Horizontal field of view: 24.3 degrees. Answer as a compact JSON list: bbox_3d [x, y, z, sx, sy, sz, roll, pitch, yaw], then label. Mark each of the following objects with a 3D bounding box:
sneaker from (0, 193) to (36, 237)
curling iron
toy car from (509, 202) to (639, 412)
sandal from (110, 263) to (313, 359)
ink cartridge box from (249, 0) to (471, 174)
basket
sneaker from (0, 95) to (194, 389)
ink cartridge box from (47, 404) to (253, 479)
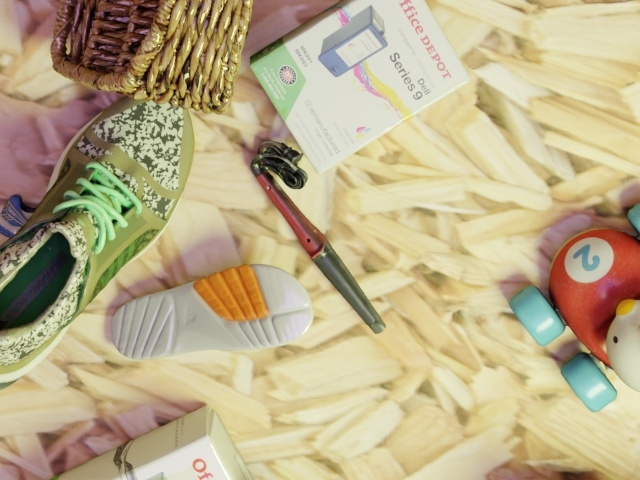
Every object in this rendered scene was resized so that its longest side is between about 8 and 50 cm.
[{"bbox_3d":[-0.320,-0.016,1.777,0.135,0.052,0.058,21,97,-7],"label":"sneaker"},{"bbox_3d":[0.000,0.000,1.788,0.068,0.035,0.274,-19,106,46],"label":"curling iron"},{"bbox_3d":[0.370,0.097,1.727,0.219,0.238,0.210,-37,101,6],"label":"toy car"},{"bbox_3d":[-0.127,0.086,1.800,0.265,0.076,0.102,-9,88,21],"label":"sandal"},{"bbox_3d":[0.045,-0.199,1.726,0.212,0.093,0.154,-31,101,3],"label":"ink cartridge box"},{"bbox_3d":[-0.175,-0.301,1.624,0.223,0.213,0.299,15,97,-6],"label":"basket"},{"bbox_3d":[-0.265,-0.008,1.673,0.158,0.182,0.410,38,73,-11],"label":"sneaker"},{"bbox_3d":[-0.213,0.356,1.828,0.273,0.115,0.198,-26,103,3],"label":"ink cartridge box"}]
